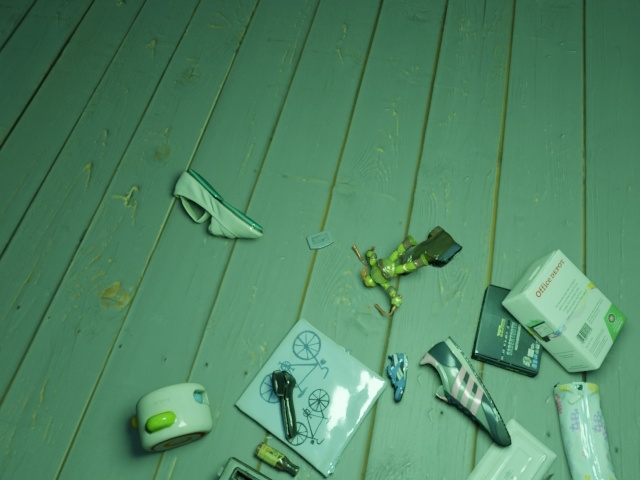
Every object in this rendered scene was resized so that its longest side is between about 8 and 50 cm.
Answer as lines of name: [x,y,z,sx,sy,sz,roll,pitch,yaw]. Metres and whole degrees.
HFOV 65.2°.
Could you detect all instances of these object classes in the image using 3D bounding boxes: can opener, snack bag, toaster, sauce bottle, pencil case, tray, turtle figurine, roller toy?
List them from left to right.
roller toy: [-0.399,0.474,1.363,0.191,0.209,0.146,1,57,-36]
toaster: [-0.203,0.678,1.290,0.185,0.110,0.168,24,68,15]
sauce bottle: [-0.117,0.598,1.365,0.128,0.042,0.042,24,67,13]
can opener: [-0.096,0.454,1.393,0.073,0.059,0.186,-2,71,-26]
snack bag: [-0.018,0.437,1.443,0.342,0.037,0.323,31,70,18]
turtle figurine: [0.205,0.075,1.539,0.217,0.087,0.270,-37,56,20]
tray: [0.494,0.621,1.320,0.145,0.030,0.270,39,71,19]
pencil case: [0.695,0.511,1.311,0.113,0.124,0.273,1,64,4]

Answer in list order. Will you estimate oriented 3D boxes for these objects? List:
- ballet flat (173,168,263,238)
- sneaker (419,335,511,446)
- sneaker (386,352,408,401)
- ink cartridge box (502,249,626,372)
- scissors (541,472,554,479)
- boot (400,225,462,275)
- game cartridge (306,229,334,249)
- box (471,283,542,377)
ballet flat: [-0.356,-0.093,1.700,0.400,0.139,0.139,38,71,25]
sneaker: [0.399,0.435,1.393,0.131,0.112,0.319,-32,61,6]
sneaker: [0.219,0.392,1.443,0.059,0.053,0.144,7,55,6]
ink cartridge box: [0.687,0.198,1.416,0.278,0.117,0.201,46,64,2]
scissors: [0.477,0.696,1.249,0.297,0.021,0.109,-29,68,3]
boot: [0.353,0.053,1.591,0.106,0.082,0.219,38,69,23]
game cartridge: [0.000,0.000,1.677,0.083,0.017,0.056,-17,60,-5]
box: [0.562,0.263,1.481,0.183,0.059,0.233,16,64,12]
